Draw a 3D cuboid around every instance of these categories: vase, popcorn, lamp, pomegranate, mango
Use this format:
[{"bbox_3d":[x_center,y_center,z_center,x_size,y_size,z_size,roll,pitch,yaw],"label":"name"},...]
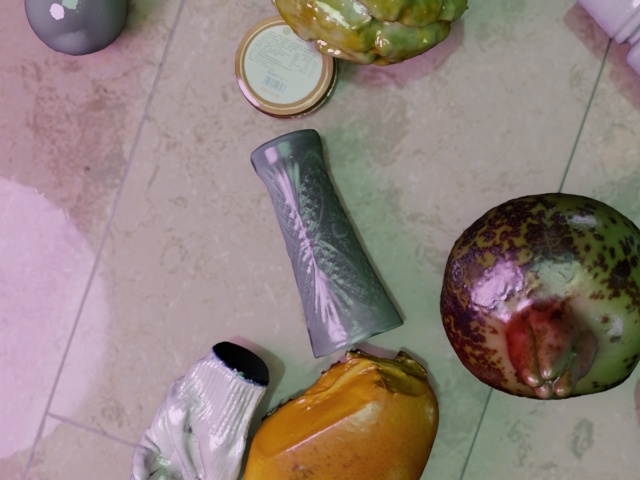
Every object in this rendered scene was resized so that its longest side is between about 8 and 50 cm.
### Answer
[{"bbox_3d":[0.000,0.000,1.385,0.096,0.096,0.219,-22,85,5],"label":"vase"},{"bbox_3d":[0.043,-0.277,1.338,0.204,0.184,0.221,-19,75,-11],"label":"popcorn"},{"bbox_3d":[-0.248,-0.239,1.401,0.105,0.105,0.105,0,90,5],"label":"lamp"},{"bbox_3d":[0.213,0.072,1.289,0.214,0.248,0.214,5,122,8],"label":"pomegranate"},{"bbox_3d":[0.014,0.222,1.364,0.154,0.126,0.252,34,102,-15],"label":"mango"}]

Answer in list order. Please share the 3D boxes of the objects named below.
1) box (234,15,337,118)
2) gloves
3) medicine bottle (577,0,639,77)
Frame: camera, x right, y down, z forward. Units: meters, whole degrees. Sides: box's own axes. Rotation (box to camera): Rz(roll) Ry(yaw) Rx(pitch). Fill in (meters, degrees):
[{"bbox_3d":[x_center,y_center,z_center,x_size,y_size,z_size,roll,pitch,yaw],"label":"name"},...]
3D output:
[{"bbox_3d":[-0.035,-0.178,1.413,0.105,0.037,0.105,0,91,5],"label":"box"},{"bbox_3d":[-0.126,0.212,1.391,0.119,0.097,0.229,33,91,17],"label":"gloves"},{"bbox_3d":[0.372,-0.190,1.323,0.252,0.144,0.144,45,94,2],"label":"medicine bottle"}]
